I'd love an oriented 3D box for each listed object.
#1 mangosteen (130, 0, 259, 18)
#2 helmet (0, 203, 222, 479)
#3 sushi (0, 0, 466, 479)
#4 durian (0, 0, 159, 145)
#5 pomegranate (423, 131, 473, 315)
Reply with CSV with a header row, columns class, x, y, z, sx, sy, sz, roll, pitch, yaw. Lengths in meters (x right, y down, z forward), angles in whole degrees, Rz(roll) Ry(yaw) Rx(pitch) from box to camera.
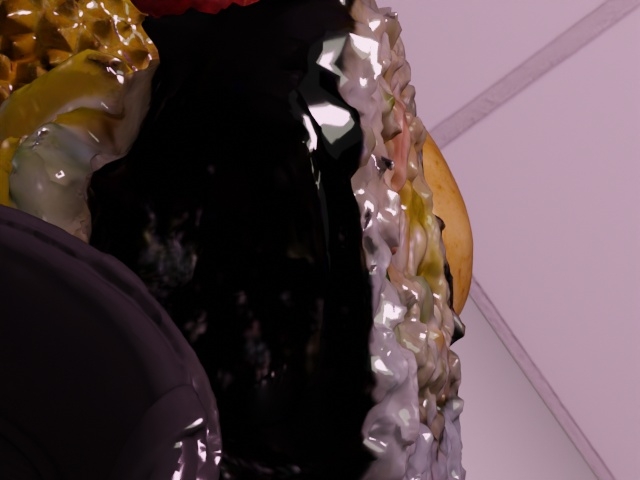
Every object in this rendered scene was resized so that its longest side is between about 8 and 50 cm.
class,x,y,z,sx,sy,sz,roll,pitch,yaw
mangosteen,-0.156,-0.229,1.396,0.215,0.215,0.257,50,41,-18
helmet,-0.170,0.110,0.437,0.230,0.160,0.279,38,48,22
sushi,-0.072,0.029,0.782,0.328,0.285,0.328,5,79,-79
durian,-0.197,-0.118,1.029,0.260,0.186,0.154,35,12,-20
pomegranate,-0.001,-0.015,1.177,0.307,0.307,0.307,51,13,-16
